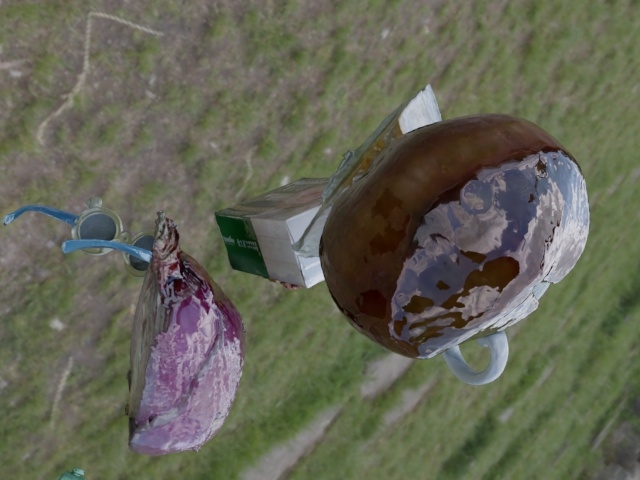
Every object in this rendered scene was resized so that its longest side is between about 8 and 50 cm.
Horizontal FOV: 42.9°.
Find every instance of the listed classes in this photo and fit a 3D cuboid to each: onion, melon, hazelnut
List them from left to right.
[{"bbox_3d":[-0.174,0.127,1.126,0.159,0.267,0.348,6,127,-18],"label":"onion"},{"bbox_3d":[0.065,-0.036,0.750,0.202,0.139,0.093,-50,173,17],"label":"melon"},{"bbox_3d":[0.093,-0.010,0.607,0.204,0.178,0.178,-42,158,-4],"label":"hazelnut"}]

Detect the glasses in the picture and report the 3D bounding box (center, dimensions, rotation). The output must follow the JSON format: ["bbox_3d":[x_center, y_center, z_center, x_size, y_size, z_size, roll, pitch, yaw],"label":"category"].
[{"bbox_3d":[-0.356,0.007,1.216,0.220,0.190,0.088,-12,122,-62],"label":"glasses"}]

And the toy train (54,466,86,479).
[{"bbox_3d":[-0.260,0.345,0.984,0.071,0.178,0.104,121,-11,-74],"label":"toy train"}]

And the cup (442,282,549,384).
[{"bbox_3d":[0.233,0.060,1.327,0.259,0.356,0.274,-10,178,-18],"label":"cup"}]

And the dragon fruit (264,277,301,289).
[{"bbox_3d":[0.000,0.000,1.117,0.150,0.208,0.133,42,52,-66],"label":"dragon fruit"}]

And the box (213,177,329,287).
[{"bbox_3d":[-0.018,-0.016,0.925,0.135,0.199,0.081,-25,107,-27],"label":"box"}]
